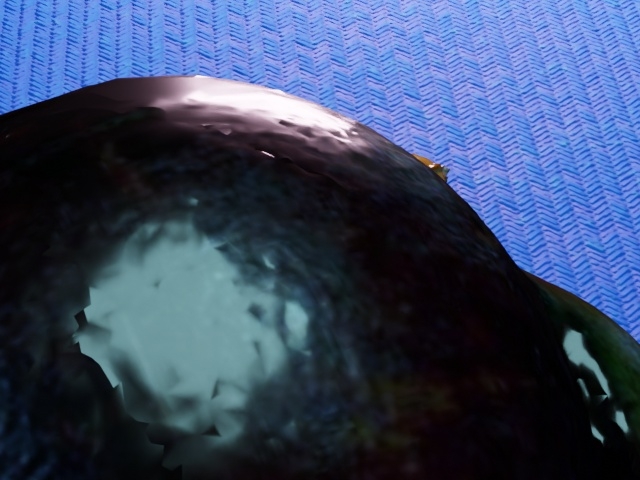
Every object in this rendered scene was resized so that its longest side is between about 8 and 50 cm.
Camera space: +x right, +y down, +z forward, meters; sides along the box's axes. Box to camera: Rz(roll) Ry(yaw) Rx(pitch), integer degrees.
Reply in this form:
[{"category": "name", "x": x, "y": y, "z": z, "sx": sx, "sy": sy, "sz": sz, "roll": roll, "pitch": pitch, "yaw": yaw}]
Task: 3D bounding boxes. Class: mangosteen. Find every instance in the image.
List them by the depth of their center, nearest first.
[{"category": "mangosteen", "x": -0.039, "y": 0.101, "z": 0.625, "sx": 0.330, "sy": 0.330, "sz": 0.330, "roll": 1, "pitch": 38, "yaw": -1}]

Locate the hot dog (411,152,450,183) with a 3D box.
[{"category": "hot dog", "x": 0.000, "y": 0.000, "z": 1.376, "sx": 0.249, "sy": 0.076, "sz": 0.102, "roll": -27, "pitch": 17, "yaw": -22}]
